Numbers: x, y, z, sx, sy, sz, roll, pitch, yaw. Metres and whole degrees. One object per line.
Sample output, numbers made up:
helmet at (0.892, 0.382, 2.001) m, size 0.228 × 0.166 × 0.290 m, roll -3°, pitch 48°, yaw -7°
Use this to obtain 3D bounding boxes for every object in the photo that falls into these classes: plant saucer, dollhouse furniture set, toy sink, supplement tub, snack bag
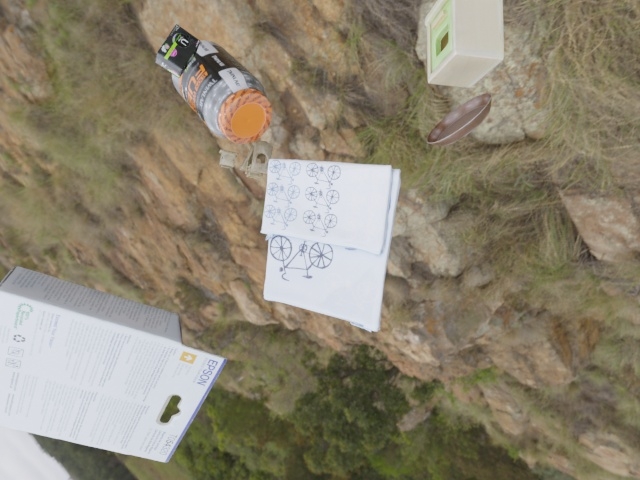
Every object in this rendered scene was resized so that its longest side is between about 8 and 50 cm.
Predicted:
plant saucer at (0.321, -0.270, 1.042) m, size 0.029 × 0.168 × 0.168 m, roll 48°, pitch 148°, yaw -15°
dollhouse furniture set at (-0.260, -0.276, 1.504) m, size 0.182 × 0.161 × 0.101 m, roll -174°, pitch 93°, yaw -71°
toy sink at (0.336, -0.513, 1.088) m, size 0.153 × 0.131 × 0.234 m, roll 156°, pitch 116°, yaw -78°
supplement tub at (-0.280, -0.422, 1.303) m, size 0.316 × 0.193 × 0.193 m, roll 48°, pitch 148°, yaw 33°
snack bag at (0.000, 0.000, 0.983) m, size 0.323 × 0.037 × 0.342 m, roll 11°, pitch 98°, yaw 32°

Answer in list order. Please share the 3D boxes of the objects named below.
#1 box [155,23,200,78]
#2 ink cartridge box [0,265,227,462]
box at (-0.314, -0.415, 1.002) m, size 0.062 × 0.083 × 0.052 m, roll 31°, pitch 164°, yaw -19°
ink cartridge box at (-0.360, 0.224, 0.749) m, size 0.330 × 0.071 × 0.324 m, roll 22°, pitch 121°, yaw -18°
